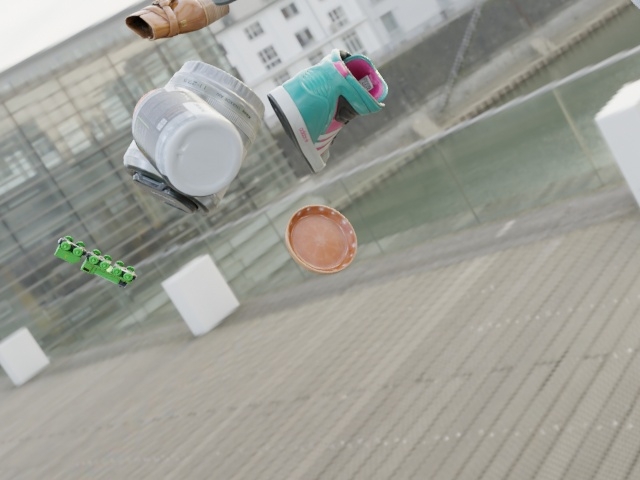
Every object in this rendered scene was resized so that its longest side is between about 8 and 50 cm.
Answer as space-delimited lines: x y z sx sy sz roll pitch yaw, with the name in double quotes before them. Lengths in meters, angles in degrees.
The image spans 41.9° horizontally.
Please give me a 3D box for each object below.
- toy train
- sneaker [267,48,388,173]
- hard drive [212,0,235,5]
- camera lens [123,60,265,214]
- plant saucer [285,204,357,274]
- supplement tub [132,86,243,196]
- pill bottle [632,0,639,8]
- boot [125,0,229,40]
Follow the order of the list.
"toy train" -0.222 0.023 0.824 0.024 0.083 0.017 -53 19 23
"sneaker" 0.023 -0.218 1.370 0.178 0.124 0.295 -32 -11 0
"hard drive" -0.059 -0.416 0.960 0.203 0.040 0.307 -22 54 10
"camera lens" -0.266 -0.209 1.765 0.274 0.219 0.219 -62 18 -11
"plant saucer" 0.000 0.000 0.927 0.083 0.083 0.013 -38 -6 -32
"supplement tub" -0.190 -0.143 1.154 0.117 0.117 0.190 -33 35 -10
"pill bottle" 0.409 -0.339 0.943 0.108 0.108 0.193 -22 26 41
"boot" -0.267 -0.392 1.430 0.152 0.073 0.197 -30 31 -28
